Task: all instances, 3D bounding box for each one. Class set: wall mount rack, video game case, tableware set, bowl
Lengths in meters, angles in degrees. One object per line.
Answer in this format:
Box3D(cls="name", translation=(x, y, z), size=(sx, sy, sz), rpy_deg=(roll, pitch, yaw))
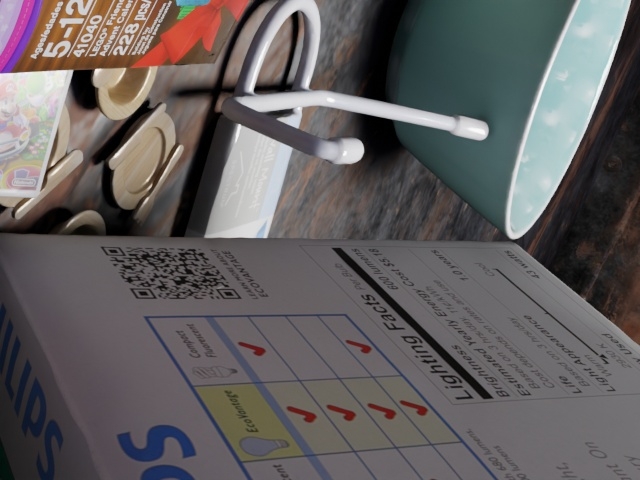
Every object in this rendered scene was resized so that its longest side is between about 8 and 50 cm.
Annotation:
Box3D(cls="wall mount rack", translation=(0.000, 0.000, 0.839), size=(0.304, 0.130, 0.350), rpy_deg=(-21, 132, -65))
Box3D(cls="video game case", translation=(-0.148, -0.079, 0.505), size=(0.087, 0.011, 0.122), rpy_deg=(0, 111, -59))
Box3D(cls="tableware set", translation=(-0.125, -0.045, 0.617), size=(0.141, 0.020, 0.168), rpy_deg=(-56, 159, -29))
Box3D(cls="bowl", translation=(0.172, -0.173, 1.055), size=(0.311, 0.163, 0.311), rpy_deg=(-54, 157, -35))

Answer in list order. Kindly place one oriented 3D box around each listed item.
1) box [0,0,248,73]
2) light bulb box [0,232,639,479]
Box3D(cls="box", translation=(-0.054, -0.193, 0.403), size=(0.201, 0.057, 0.293), rpy_deg=(-16, 145, -54))
Box3D(cls="light bulb box", translation=(0.029, 0.172, 0.563), size=(0.361, 0.358, 0.225), rpy_deg=(1, 118, -31))
